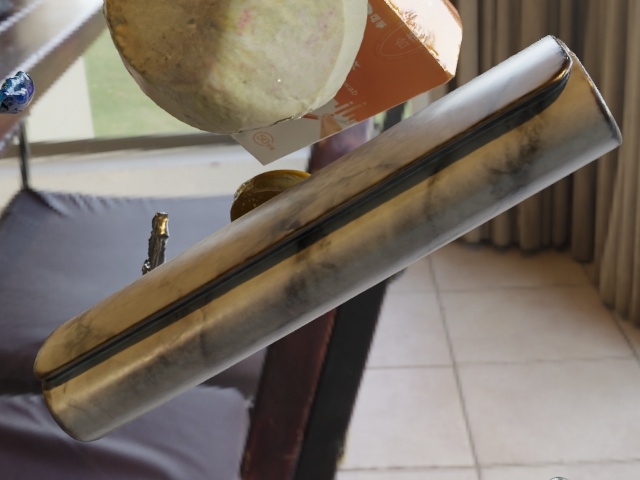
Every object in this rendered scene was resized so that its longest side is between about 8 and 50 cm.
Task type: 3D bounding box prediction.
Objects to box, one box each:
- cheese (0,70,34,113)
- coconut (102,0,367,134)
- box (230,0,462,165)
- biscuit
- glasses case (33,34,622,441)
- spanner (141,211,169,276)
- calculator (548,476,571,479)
[{"bbox_3d":[-0.514,-0.112,1.456,0.329,0.129,0.217,-36,21,15],"label":"cheese"},{"bbox_3d":[-0.077,-0.233,1.060,0.259,0.259,0.259,-3,22,1],"label":"coconut"},{"bbox_3d":[-0.008,-0.269,1.482,0.341,0.225,0.143,-22,44,31],"label":"box"},{"bbox_3d":[-0.013,-0.030,1.251,0.170,0.170,0.050,3,54,15],"label":"biscuit"},{"bbox_3d":[0.000,0.000,0.550,0.299,0.060,0.114,-30,9,12],"label":"glasses case"},{"bbox_3d":[-0.170,0.036,1.129,0.026,0.093,0.325,-2,-17,-10],"label":"spanner"},{"bbox_3d":[0.306,0.302,1.136,0.141,0.045,0.246,33,-1,29],"label":"calculator"}]
